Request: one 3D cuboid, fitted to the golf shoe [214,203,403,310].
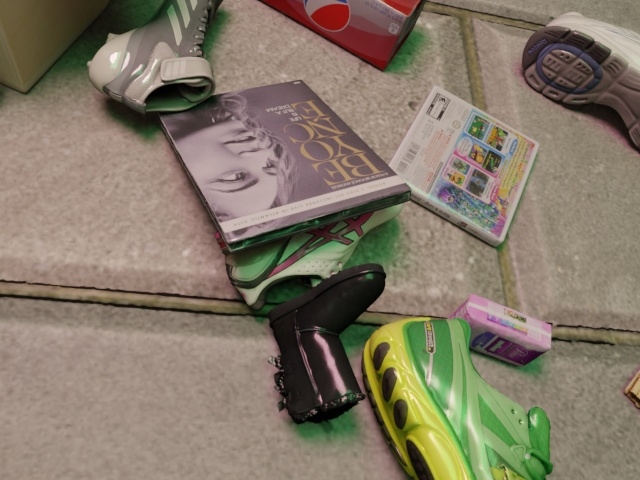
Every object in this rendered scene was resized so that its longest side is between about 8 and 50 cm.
[{"bbox_3d":[0.000,0.000,0.496,0.186,0.067,0.085,-20,96,-22],"label":"golf shoe"}]

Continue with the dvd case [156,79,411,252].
[{"bbox_3d":[-0.044,-0.085,0.498,0.165,0.018,0.221,-17,47,-21],"label":"dvd case"}]

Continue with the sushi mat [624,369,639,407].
[{"bbox_3d":[0.456,0.117,0.570,0.317,0.019,0.151,-36,78,-26],"label":"sushi mat"}]

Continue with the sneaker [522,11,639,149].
[{"bbox_3d":[0.406,-0.201,0.670,0.297,0.111,0.129,35,55,3],"label":"sneaker"}]

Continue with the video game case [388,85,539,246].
[{"bbox_3d":[0.160,-0.088,0.599,0.143,0.019,0.157,30,60,2],"label":"video game case"}]

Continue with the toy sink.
[{"bbox_3d":[-0.350,-0.276,0.499,0.234,0.131,0.152,25,61,-1],"label":"toy sink"}]

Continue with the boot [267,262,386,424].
[{"bbox_3d":[0.012,0.085,0.431,0.121,0.045,0.099,-29,56,18],"label":"boot"}]

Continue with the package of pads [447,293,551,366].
[{"bbox_3d":[0.162,0.084,0.495,0.083,0.050,0.032,21,53,-3],"label":"package of pads"}]

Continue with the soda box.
[{"bbox_3d":[-0.007,-0.317,0.633,0.263,0.083,0.092,31,60,3],"label":"soda box"}]

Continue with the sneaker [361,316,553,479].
[{"bbox_3d":[0.139,0.186,0.405,0.124,0.109,0.295,-18,69,-17],"label":"sneaker"}]

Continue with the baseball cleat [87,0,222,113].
[{"bbox_3d":[-0.136,-0.199,0.550,0.109,0.072,0.205,32,63,3],"label":"baseball cleat"}]
